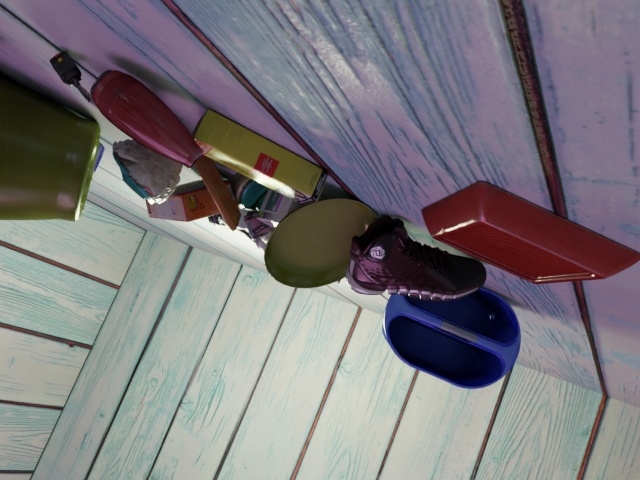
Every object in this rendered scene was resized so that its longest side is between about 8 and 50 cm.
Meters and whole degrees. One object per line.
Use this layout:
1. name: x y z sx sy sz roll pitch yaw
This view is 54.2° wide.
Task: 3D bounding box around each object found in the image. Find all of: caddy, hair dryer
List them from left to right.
1. hair dryer: -0.293 -0.211 1.037 0.293 0.080 0.223 40 -177 32
2. caddy: 0.311 0.211 1.515 0.341 0.241 0.179 23 177 -5

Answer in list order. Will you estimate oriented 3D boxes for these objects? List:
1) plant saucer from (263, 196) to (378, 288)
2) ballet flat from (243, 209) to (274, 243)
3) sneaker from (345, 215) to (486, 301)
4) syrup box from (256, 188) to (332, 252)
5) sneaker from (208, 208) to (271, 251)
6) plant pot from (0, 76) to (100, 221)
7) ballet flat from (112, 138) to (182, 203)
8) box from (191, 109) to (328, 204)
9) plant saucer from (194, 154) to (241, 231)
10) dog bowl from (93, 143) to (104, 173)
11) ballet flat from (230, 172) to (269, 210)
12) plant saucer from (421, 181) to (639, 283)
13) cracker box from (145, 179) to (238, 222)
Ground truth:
1. plant saucer: 0.000 0.000 1.240 0.241 0.241 0.037 32 -156 -43
2. ballet flat: -0.080 -0.023 1.376 0.076 0.079 0.221 -9 174 38
3. sneaker: 0.189 0.028 1.217 0.281 0.106 0.163 -2 128 2
4. syrup box: -0.012 -0.036 1.320 0.096 0.093 0.236 13 167 47
5. sneaker: -0.200 -0.049 1.686 0.153 0.101 0.268 15 162 43
6. plant pot: -0.697 -0.192 1.406 0.352 0.367 0.366 14 173 -17
7. ballet flat: -0.343 -0.161 1.277 0.146 0.147 0.409 26 177 -19
8. box: -0.107 -0.139 1.073 0.232 0.058 0.087 27 169 -19
9. plant saucer: -0.213 -0.112 1.270 0.200 0.037 0.200 60 173 13
10. dog bowl: -0.731 -0.262 1.702 0.264 0.104 0.265 23 171 4
11. ballet flat: -0.149 -0.106 1.321 0.086 0.086 0.248 21 171 11
12. plant saucer: 0.301 0.005 0.965 0.258 0.048 0.259 24 170 -6
13. cracker box: -0.299 -0.098 1.480 0.155 0.067 0.232 -20 -165 -34
